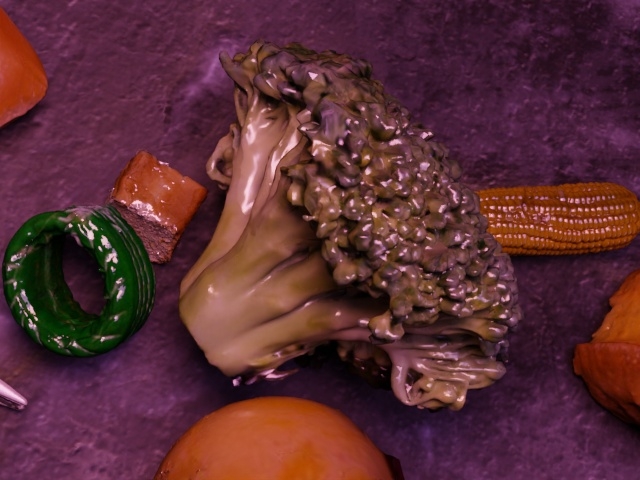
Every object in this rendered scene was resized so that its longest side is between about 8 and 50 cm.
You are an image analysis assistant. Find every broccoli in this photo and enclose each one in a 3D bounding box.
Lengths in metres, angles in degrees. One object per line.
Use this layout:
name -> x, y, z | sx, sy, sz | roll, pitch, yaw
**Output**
broccoli -> 0.022, -0.012, 0.912 | 0.324, 0.272, 0.334 | -85, 154, -43

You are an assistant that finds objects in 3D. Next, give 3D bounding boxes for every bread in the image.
bread -> -0.157, -0.031, 0.981 | 0.083, 0.076, 0.070 | 32, 55, -7
bread -> 0.451, 0.153, 1.084 | 0.340, 0.179, 0.194 | 36, 65, -7

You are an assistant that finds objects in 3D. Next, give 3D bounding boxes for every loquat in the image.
loquat -> -0.035, 0.241, 0.861 | 0.235, 0.235, 0.235 | 5, 73, -18

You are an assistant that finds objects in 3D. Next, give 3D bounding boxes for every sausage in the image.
sausage -> -0.354, -0.214, 0.947 | 0.105, 0.105, 0.274 | -38, 89, -25

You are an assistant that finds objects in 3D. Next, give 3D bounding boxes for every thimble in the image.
thimble -> -0.206, 0.032, 0.912 | 0.118, 0.090, 0.130 | 6, 97, 11

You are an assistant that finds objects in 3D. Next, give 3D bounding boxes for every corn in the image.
corn -> 0.232, -0.021, 1.111 | 0.231, 0.080, 0.080 | -3, 76, -21

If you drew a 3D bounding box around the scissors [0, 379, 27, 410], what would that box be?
scissors -> -0.329, 0.099, 0.906 | 0.176, 0.022, 0.085 | 30, 71, -6
